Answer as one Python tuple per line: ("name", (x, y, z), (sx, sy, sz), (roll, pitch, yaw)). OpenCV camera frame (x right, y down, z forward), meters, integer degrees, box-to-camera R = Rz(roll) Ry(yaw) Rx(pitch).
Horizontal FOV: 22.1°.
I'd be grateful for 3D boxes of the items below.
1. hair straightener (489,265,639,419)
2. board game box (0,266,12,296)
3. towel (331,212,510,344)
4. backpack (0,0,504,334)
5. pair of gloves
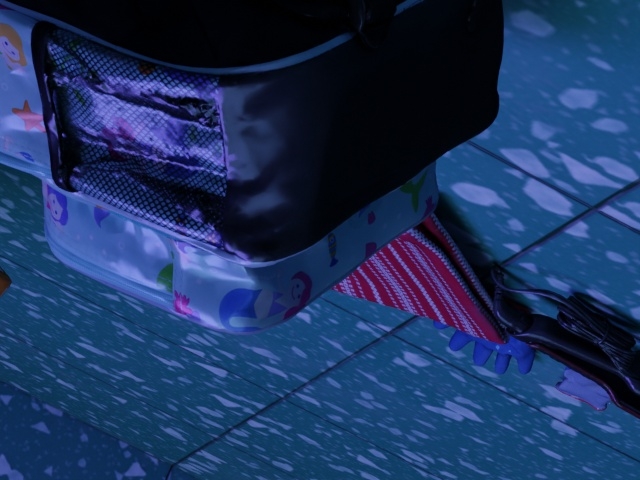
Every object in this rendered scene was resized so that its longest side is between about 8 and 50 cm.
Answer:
("hair straightener", (0.226, 0.079, 1.223), (0.230, 0.047, 0.089), (33, 144, -6))
("board game box", (-0.568, 0.022, 1.462), (0.356, 0.356, 0.356), (39, 179, -38))
("towel", (0.000, 0.000, 1.276), (0.274, 0.031, 0.199), (17, 159, 34))
("backpack", (-0.058, -0.086, 0.793), (0.253, 0.225, 0.191), (24, 126, 26))
("pair of gloves", (0.188, 0.098, 1.344), (0.198, 0.023, 0.159), (26, 163, 3))
